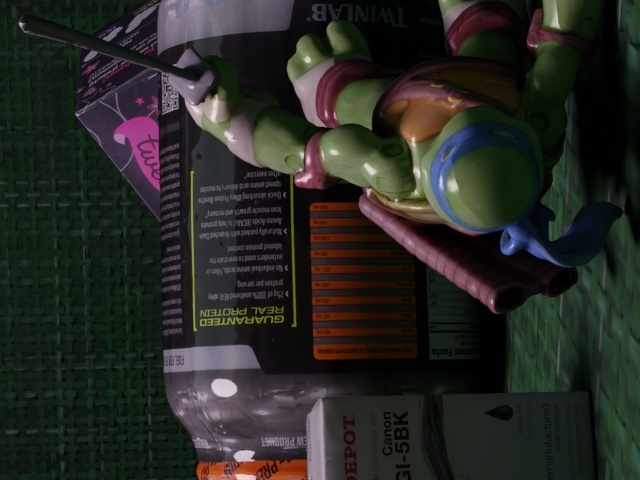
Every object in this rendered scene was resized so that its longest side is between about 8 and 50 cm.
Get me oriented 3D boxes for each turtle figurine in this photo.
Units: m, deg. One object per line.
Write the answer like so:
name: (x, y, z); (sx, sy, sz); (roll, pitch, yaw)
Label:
turtle figurine: (0.036, -0.111, 0.918); (0.198, 0.274, 0.266); (-56, 7, 7)

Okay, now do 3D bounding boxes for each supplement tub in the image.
supplement tub: (0.000, 0.000, 1.221); (0.207, 0.207, 0.338); (139, 130, -83)

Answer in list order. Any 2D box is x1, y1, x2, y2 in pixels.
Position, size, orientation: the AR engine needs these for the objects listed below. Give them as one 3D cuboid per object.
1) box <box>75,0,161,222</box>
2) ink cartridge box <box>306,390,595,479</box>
box: (-0.052, -0.070, 1.443); (0.247, 0.163, 0.142); (54, -168, -25)
ink cartridge box: (0.064, 0.126, 0.935); (0.056, 0.135, 0.099); (114, 154, -76)
